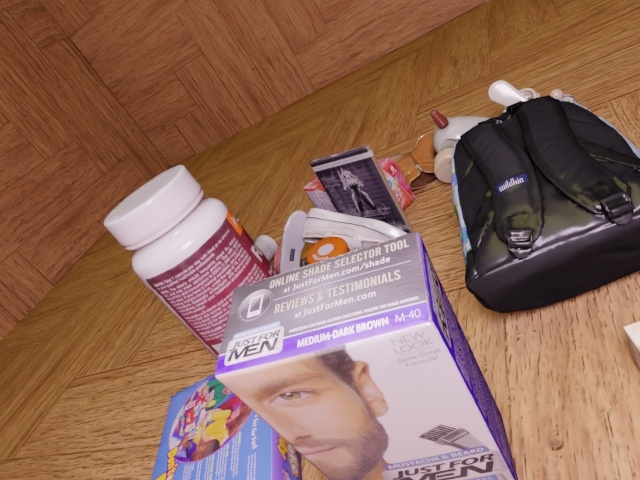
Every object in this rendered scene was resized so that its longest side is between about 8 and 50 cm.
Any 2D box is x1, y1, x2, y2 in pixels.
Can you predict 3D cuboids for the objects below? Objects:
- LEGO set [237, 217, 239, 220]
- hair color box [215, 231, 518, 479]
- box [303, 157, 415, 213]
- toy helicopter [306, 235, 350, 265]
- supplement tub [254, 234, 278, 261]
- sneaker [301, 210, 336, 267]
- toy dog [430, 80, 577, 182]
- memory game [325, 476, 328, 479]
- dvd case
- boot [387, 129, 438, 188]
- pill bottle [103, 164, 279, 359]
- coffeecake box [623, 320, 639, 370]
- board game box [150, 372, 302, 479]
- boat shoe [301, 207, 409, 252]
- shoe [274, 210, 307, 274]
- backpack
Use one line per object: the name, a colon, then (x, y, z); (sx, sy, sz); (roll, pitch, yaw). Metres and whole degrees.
LEGO set: (-0.246, 0.082, 1.302); (0.244, 0.060, 0.182); (-80, 8, -51)
hair color box: (0.069, 0.163, 0.488); (0.185, 0.338, 0.110); (-19, 37, 19)
box: (0.093, -0.121, 1.223); (0.122, 0.128, 0.257); (-46, 27, -23)
toy helicopter: (0.041, 0.150, 0.821); (0.235, 0.140, 0.355); (-37, 36, -17)
supplement tub: (-0.171, 0.044, 1.315); (0.071, 0.071, 0.107); (-7, 38, 44)
sneaker: (0.000, 0.000, 1.179); (0.067, 0.078, 0.188); (-6, 40, 43)
toy dog: (0.384, -0.276, 1.090); (0.334, 0.161, 0.220); (-32, 40, 8)
memory game: (0.085, 0.291, 0.652); (0.186, 0.012, 0.186); (-27, 27, 15)
dvd case: (0.090, -0.101, 1.081); (0.165, 0.221, 0.018); (-8, 34, 43)
boot: (0.277, -0.204, 1.233); (0.197, 0.072, 0.152); (-32, 33, 2)
pill bottle: (-0.239, 0.054, 1.003); (0.224, 0.392, 0.224); (-27, 27, 15)
coffeecake box: (0.415, 0.140, 0.460); (0.143, 0.068, 0.185); (-25, 28, 16)
board game box: (-0.150, 0.345, 0.759); (0.234, 0.078, 0.347); (-30, 26, 10)
boat shoe: (0.072, -0.005, 1.061); (0.268, 0.096, 0.088); (16, 80, 29)
shoe: (-0.076, 0.008, 1.187); (0.081, 0.064, 0.177); (-147, 66, -66)
backpack: (0.341, -0.077, 0.755); (0.290, 0.273, 0.355); (-27, 48, 20)
